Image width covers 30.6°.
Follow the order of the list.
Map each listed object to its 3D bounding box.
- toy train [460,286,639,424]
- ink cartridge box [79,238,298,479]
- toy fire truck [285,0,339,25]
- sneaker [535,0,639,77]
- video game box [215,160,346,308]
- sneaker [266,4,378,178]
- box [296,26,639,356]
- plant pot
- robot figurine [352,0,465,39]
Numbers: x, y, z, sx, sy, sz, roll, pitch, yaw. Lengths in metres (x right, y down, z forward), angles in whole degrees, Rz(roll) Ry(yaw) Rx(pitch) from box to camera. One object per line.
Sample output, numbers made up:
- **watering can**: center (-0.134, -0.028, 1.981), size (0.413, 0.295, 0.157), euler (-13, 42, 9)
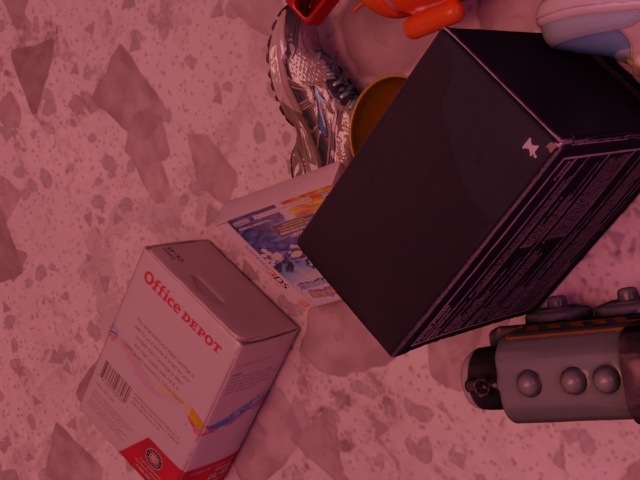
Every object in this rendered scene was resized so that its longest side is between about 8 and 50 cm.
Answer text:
- **toy train**: center (0.310, 0.127, 1.226), size (0.334, 0.190, 0.142), euler (-8, 91, 39)
- **ink cartridge box**: center (-0.195, 0.186, 1.685), size (0.226, 0.131, 0.306), euler (42, 119, 27)
- **toy fire truck**: center (-0.018, -0.350, 1.454), size (0.047, 0.135, 0.192), euler (-48, 68, 33)
- **sneaker**: center (0.362, -0.144, 1.132), size (0.319, 0.127, 0.208), euler (5, 95, 20)
- **video game box**: center (0.000, 0.000, 1.481), size (0.205, 0.187, 0.048), euler (-18, 41, 40)
- **sneaker**: center (0.021, -0.170, 1.489), size (0.122, 0.110, 0.283), euler (-10, 98, 28)
- **box**: center (0.182, -0.059, 1.236), size (0.183, 0.294, 0.296), euler (49, 123, 22)
- **plant pot**: center (0.115, -0.128, 1.402), size (0.134, 0.095, 0.134), euler (2, 92, 43)
- **robot figurine**: center (0.124, -0.332, 1.350), size (0.219, 0.128, 0.158), euler (-9, 118, 39)
